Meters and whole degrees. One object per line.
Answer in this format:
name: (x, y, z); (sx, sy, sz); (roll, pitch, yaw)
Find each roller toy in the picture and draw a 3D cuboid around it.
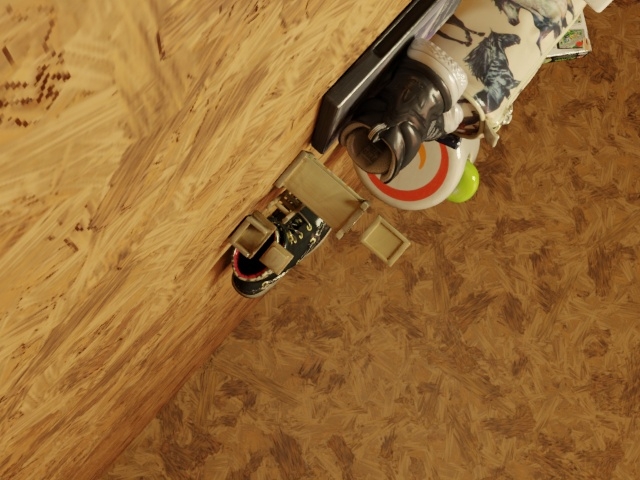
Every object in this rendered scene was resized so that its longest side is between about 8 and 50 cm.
roller toy: (0.157, -0.161, 1.360); (0.191, 0.209, 0.146); (-9, -161, 29)

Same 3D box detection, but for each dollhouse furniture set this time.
dollhouse furniture set: (0.000, 0.000, 1.109); (0.161, 0.182, 0.101); (-49, 178, 8)

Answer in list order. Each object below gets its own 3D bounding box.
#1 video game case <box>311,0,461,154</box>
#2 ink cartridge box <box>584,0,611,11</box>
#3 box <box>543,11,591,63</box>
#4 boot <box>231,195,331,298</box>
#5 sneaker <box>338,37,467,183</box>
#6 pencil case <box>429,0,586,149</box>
video game case: (0.093, -0.231, 0.999); (0.274, 0.026, 0.196); (-49, 178, -10)
ink cartridge box: (0.372, -0.432, 1.031); (0.100, 0.172, 0.237); (-46, 177, -43)
box: (0.368, -0.370, 1.482); (0.207, 0.114, 0.036); (-9, 172, -6)
boot: (-0.047, -0.014, 1.257); (0.236, 0.085, 0.178); (-48, 175, -8)
sneaker: (0.097, -0.145, 1.041); (0.153, 0.101, 0.268); (-48, 172, -2)
pencil case: (0.290, -0.324, 1.211); (0.410, 0.183, 0.160); (-49, 177, -14)
